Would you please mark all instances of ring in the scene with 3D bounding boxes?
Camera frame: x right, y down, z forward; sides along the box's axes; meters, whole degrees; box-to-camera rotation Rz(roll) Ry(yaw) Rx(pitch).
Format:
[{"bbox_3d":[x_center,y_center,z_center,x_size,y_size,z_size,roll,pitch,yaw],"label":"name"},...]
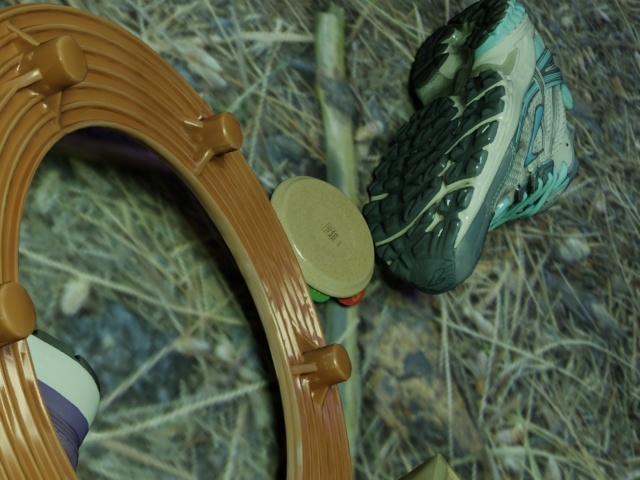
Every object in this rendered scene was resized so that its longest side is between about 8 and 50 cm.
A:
[{"bbox_3d":[-0.059,0.048,0.596,0.336,0.032,0.336,50,29,-42],"label":"ring"}]

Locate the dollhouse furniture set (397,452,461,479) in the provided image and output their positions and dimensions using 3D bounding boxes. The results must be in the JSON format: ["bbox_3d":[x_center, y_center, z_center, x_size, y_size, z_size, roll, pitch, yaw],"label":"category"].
[{"bbox_3d":[0.082,0.196,0.708,0.182,0.101,0.161,52,15,-3],"label":"dollhouse furniture set"}]

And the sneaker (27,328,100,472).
[{"bbox_3d":[-0.211,0.053,0.478,0.283,0.107,0.124,31,50,-27],"label":"sneaker"}]

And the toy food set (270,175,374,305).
[{"bbox_3d":[0.000,0.000,0.791,0.082,0.020,0.083,42,40,-17],"label":"toy food set"}]

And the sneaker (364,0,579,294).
[{"bbox_3d":[0.122,-0.056,0.888,0.122,0.110,0.283,44,40,-19],"label":"sneaker"}]
